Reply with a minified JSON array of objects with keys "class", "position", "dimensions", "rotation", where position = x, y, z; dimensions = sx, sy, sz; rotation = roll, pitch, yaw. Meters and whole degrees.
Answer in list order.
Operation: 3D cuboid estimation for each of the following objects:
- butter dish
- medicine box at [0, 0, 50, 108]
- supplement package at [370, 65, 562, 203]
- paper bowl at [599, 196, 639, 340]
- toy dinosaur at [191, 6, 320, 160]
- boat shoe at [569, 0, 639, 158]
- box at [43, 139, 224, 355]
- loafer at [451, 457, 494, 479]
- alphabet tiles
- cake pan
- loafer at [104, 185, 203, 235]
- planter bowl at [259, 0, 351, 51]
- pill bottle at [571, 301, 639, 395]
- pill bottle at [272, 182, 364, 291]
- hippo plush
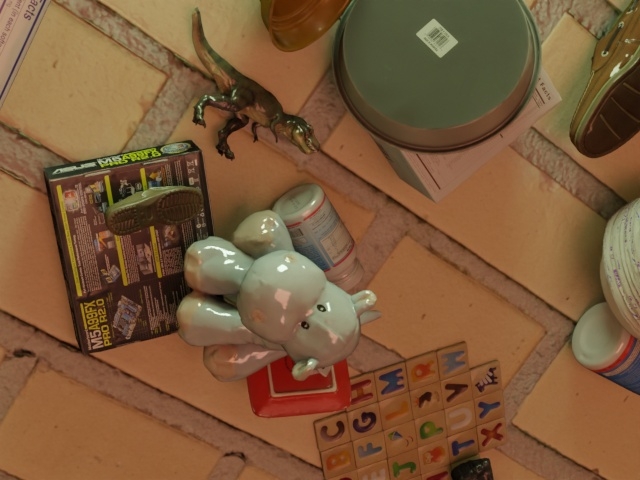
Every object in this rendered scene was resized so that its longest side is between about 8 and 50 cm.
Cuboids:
[{"class":"butter dish","position":[-0.047,0.198,1.724],"dimensions":[0.160,0.118,0.160],"rotation":[-3,70,-18]},{"class":"medicine box","position":[-0.492,-0.280,1.334],"dimensions":[0.289,0.149,0.263],"rotation":[23,100,-28]},{"class":"supplement package","position":[0.204,-0.195,1.657],"dimensions":[0.244,0.134,0.139],"rotation":[-39,119,-4]},{"class":"paper bowl","position":[0.576,0.062,1.854],"dimensions":[0.284,0.148,0.284],"rotation":[18,57,-30]},{"class":"toy dinosaur","position":[-0.120,-0.188,1.572],"dimensions":[0.268,0.064,0.118],"rotation":[43,76,-29]},{"class":"boat shoe","position":[0.480,-0.269,1.762],"dimensions":[0.111,0.104,0.307],"rotation":[34,93,-38]},{"class":"box","position":[-0.258,0.010,1.592],"dimensions":[0.216,0.060,0.270],"rotation":[-13,114,-16]},{"class":"loafer","position":[0.298,0.469,1.977],"dimensions":[0.078,0.076,0.223],"rotation":[-25,121,-1]},{"class":"alphabet tiles","position":[0.159,0.327,1.911],"dimensions":[0.343,0.011,0.285],"rotation":[-16,115,-16]},{"class":"cake pan","position":[0.159,-0.264,1.554],"dimensions":[0.293,0.054,0.293],"rotation":[-1,76,6]},{"class":"loafer","position":[-0.228,-0.047,1.522],"dimensions":[0.148,0.050,0.056],"rotation":[-13,118,-34]},{"class":"planter bowl","position":[-0.028,-0.367,1.500],"dimensions":[0.217,0.090,0.217],"rotation":[-45,159,-23]},{"class":"pill bottle","position":[0.554,0.202,1.958],"dimensions":[0.222,0.124,0.124],"rotation":[28,98,-27]},{"class":"pill bottle","position":[0.000,0.000,1.676],"dimensions":[0.087,0.087,0.160],"rotation":[-35,119,-6]},{"class":"hippo plush","position":[-0.055,0.118,1.524],"dimensions":[0.234,0.236,0.294],"rotation":[-47,109,-3]}]
